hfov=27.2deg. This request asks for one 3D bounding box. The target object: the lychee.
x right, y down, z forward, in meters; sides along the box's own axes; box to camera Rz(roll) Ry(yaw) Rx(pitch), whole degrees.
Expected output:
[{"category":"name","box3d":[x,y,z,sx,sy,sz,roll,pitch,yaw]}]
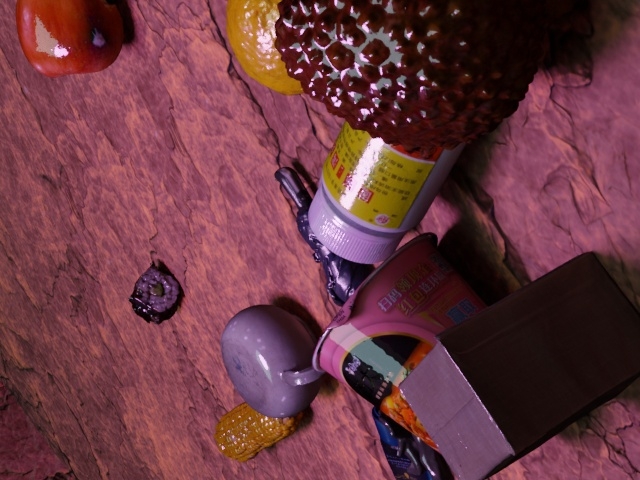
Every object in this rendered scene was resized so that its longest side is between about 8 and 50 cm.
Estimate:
[{"category":"lychee","box3d":[0.104,-0.219,1.341,0.276,0.304,0.275,-5,-90,-86]}]

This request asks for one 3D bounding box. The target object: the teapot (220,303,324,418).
[{"category":"teapot","box3d":[-0.073,0.194,2.173,0.294,0.129,0.193,4,118,57]}]

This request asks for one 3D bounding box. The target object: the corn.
[{"category":"corn","box3d":[-0.113,0.330,2.397,0.102,0.102,0.313,58,150,7]}]

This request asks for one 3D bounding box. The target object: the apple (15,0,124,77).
[{"category":"apple","box3d":[-0.418,-0.369,2.207,0.199,0.199,0.199,41,146,35]}]

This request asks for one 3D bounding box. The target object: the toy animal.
[{"category":"toy animal","box3d":[0.172,0.253,1.840,0.146,0.114,0.245,51,130,6]}]

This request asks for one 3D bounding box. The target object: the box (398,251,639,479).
[{"category":"box","box3d":[0.232,0.144,1.482,0.155,0.231,0.149,55,152,15]}]

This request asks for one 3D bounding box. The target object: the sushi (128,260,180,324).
[{"category":"sushi","box3d":[-0.316,0.102,2.559,0.094,0.098,0.084,37,152,7]}]

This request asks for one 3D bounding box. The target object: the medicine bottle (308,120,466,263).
[{"category":"medicine bottle","box3d":[0.080,-0.091,1.576,0.139,0.139,0.225,49,134,24]}]

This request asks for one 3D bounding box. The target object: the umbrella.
[{"category":"umbrella","box3d":[0.002,-0.002,1.925,0.248,0.071,0.071,58,153,6]}]

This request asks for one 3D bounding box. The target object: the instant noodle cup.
[{"category":"instant noodle cup","box3d":[0.157,0.154,1.658,0.255,0.244,0.244,41,147,19]}]

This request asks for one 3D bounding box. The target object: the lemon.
[{"category":"lemon","box3d":[-0.030,-0.275,1.614,0.180,0.180,0.193,33,163,43]}]

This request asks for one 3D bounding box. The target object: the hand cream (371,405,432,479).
[{"category":"hand cream","box3d":[0.155,0.364,2.023,0.120,0.061,0.270,11,132,50]}]

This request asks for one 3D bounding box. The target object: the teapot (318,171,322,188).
[{"category":"teapot","box3d":[0.058,-0.056,1.761,0.145,0.092,0.226,61,150,1]}]
